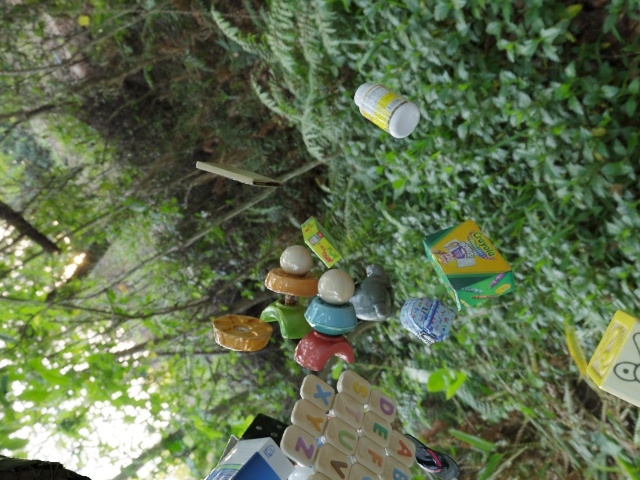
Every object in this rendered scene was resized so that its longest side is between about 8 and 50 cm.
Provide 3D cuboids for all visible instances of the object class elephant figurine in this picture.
[{"bbox_3d":[0.078,0.168,1.517,0.186,0.240,0.169,47,-144,-60],"label":"elephant figurine"}]

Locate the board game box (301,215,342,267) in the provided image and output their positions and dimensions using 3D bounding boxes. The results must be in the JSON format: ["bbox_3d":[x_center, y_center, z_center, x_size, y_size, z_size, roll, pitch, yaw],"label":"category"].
[{"bbox_3d":[0.000,0.000,1.403,0.092,0.043,0.181,48,-175,-13],"label":"board game box"}]

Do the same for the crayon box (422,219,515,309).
[{"bbox_3d":[0.422,0.063,1.600,0.278,0.165,0.081,-108,-3,-56],"label":"crayon box"}]

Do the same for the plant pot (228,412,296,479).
[{"bbox_3d":[-0.133,0.535,1.327,0.188,0.166,0.187,22,-165,10],"label":"plant pot"}]

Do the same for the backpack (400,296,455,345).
[{"bbox_3d":[0.396,0.285,2.072,0.173,0.158,0.117,36,151,-4],"label":"backpack"}]

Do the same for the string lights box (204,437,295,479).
[{"bbox_3d":[-0.176,0.454,0.926,0.076,0.260,0.133,52,143,-4],"label":"string lights box"}]

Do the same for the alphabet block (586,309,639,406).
[{"bbox_3d":[0.794,0.301,1.334,0.197,0.192,0.193,26,-174,15],"label":"alphabet block"}]

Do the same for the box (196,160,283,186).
[{"bbox_3d":[-0.232,-0.192,1.607,0.201,0.021,0.164,19,-169,24],"label":"box"}]

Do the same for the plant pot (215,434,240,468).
[{"bbox_3d":[-0.213,0.626,1.547,0.096,0.109,0.109,31,169,-28],"label":"plant pot"}]

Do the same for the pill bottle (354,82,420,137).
[{"bbox_3d":[0.205,-0.420,1.747,0.215,0.117,0.117,45,161,38],"label":"pill bottle"}]

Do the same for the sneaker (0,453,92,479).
[{"bbox_3d":[-0.479,0.382,0.872,0.286,0.130,0.109,50,-150,-59],"label":"sneaker"}]

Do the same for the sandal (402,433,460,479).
[{"bbox_3d":[0.292,0.597,1.509,0.179,0.067,0.040,27,-171,21],"label":"sandal"}]

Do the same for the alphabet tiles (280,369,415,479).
[{"bbox_3d":[0.063,0.381,1.021,0.278,0.284,0.021,38,130,-12],"label":"alphabet tiles"}]

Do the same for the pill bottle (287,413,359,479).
[{"bbox_3d":[0.008,0.489,1.167,0.124,0.221,0.124,19,133,21],"label":"pill bottle"}]

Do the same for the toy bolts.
[{"bbox_3d":[-0.047,0.104,0.930,0.229,0.218,0.158,20,105,41],"label":"toy bolts"}]
